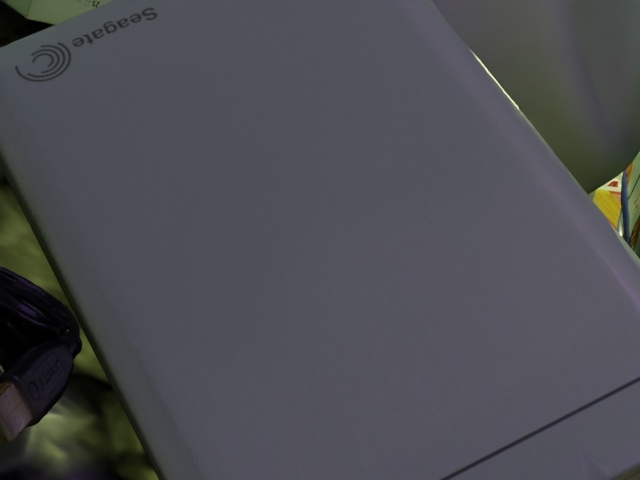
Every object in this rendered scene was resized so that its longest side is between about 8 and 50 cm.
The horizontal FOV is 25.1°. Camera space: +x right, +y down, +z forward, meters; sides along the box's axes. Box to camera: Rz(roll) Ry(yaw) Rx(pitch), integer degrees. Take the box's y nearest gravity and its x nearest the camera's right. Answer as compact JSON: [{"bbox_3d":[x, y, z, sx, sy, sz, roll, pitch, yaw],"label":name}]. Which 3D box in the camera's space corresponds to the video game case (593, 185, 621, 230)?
[{"bbox_3d":[0.262,0.031,1.097,0.285,0.025,0.204,4,40,-43],"label":"video game case"}]

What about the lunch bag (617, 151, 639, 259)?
[{"bbox_3d":[0.261,-0.036,0.932,0.115,0.243,0.303,16,27,4],"label":"lunch bag"}]

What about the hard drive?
[{"bbox_3d":[0.000,0.000,0.676,0.233,0.047,0.353,-25,57,-13],"label":"hard drive"}]

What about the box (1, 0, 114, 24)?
[{"bbox_3d":[-0.156,-0.169,0.898,0.145,0.038,0.186,6,19,-42],"label":"box"}]

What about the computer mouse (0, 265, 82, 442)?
[{"bbox_3d":[-0.204,0.042,0.554,0.184,0.060,0.262,31,16,4],"label":"computer mouse"}]

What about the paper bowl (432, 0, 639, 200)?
[{"bbox_3d":[0.116,-0.131,0.913,0.284,0.148,0.284,15,72,-58],"label":"paper bowl"}]

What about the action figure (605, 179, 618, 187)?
[{"bbox_3d":[0.194,-0.056,1.161,0.115,0.030,0.038,4,45,-41],"label":"action figure"}]
